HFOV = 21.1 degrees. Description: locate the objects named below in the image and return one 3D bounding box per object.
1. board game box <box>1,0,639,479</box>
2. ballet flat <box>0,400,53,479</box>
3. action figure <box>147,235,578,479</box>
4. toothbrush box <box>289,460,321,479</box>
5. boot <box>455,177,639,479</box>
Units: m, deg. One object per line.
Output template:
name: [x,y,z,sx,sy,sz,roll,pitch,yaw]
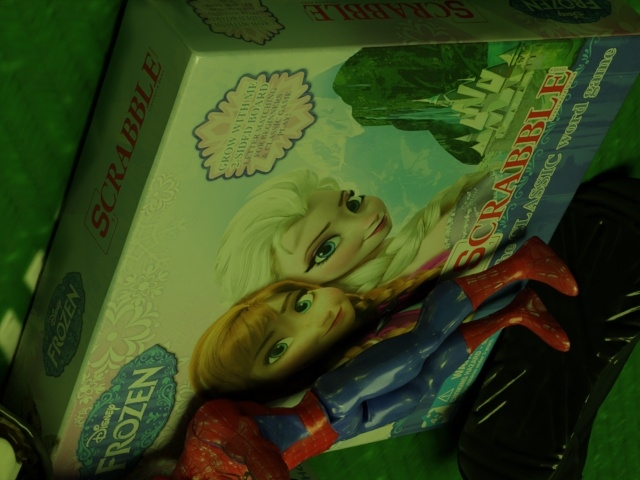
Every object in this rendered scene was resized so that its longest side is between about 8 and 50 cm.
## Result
board game box: [0.000,0.000,0.972,0.318,0.066,0.318,-8,135,-36]
ballet flat: [-0.220,0.073,0.827,0.280,0.096,0.095,36,78,-55]
action figure: [0.036,0.114,0.963,0.280,0.139,0.091,-24,143,-15]
toothbrush box: [-0.126,0.259,1.095,0.283,0.122,0.206,1,127,-41]
boot: [0.167,0.090,1.206,0.246,0.094,0.207,-61,168,-12]
